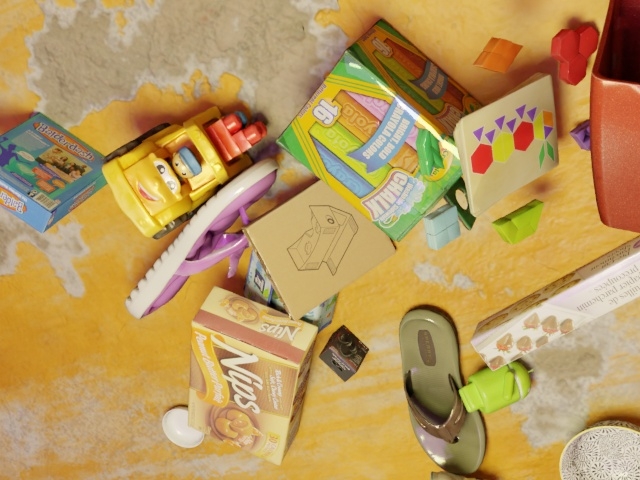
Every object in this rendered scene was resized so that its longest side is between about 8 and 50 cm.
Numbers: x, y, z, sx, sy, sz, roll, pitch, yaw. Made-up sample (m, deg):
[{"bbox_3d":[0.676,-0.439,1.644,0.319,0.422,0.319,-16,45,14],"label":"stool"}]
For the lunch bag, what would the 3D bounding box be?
[{"bbox_3d":[-0.052,0.071,1.674,0.151,0.096,0.129,26,123,20],"label":"lunch bag"}]

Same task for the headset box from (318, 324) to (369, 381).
[{"bbox_3d":[0.037,0.186,1.698,0.062,0.083,0.032,44,121,-4],"label":"headset box"}]

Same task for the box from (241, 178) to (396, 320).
[{"bbox_3d":[0.000,0.000,1.577,0.164,0.201,0.021,63,159,-14],"label":"box"}]

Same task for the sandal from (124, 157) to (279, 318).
[{"bbox_3d":[-0.165,0.013,1.645,0.102,0.169,0.416,47,133,0],"label":"sandal"}]

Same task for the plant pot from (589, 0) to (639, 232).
[{"bbox_3d":[0.469,-0.142,1.303,0.267,0.267,0.235,11,129,14],"label":"plant pot"}]

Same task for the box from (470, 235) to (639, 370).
[{"bbox_3d":[0.372,0.091,1.547,0.324,0.067,0.063,-33,101,30],"label":"box"}]

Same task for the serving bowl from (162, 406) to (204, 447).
[{"bbox_3d":[-0.245,0.336,1.900,0.083,0.027,0.083,8,117,16],"label":"serving bowl"}]

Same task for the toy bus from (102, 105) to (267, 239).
[{"bbox_3d":[-0.188,-0.120,1.561,0.211,0.220,0.149,-28,98,22],"label":"toy bus"}]

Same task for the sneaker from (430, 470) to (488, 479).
[{"bbox_3d":[0.233,0.414,1.679,0.092,0.229,0.087,-8,76,18],"label":"sneaker"}]

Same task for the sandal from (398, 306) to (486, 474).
[{"bbox_3d":[0.182,0.254,1.677,0.120,0.086,0.302,-10,111,23],"label":"sandal"}]

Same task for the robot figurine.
[{"bbox_3d":[0.277,0.228,1.628,0.115,0.101,0.067,-21,75,-10],"label":"robot figurine"}]

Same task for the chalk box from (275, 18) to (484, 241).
[{"bbox_3d":[0.121,-0.135,1.463,0.289,0.180,0.179,39,121,-3],"label":"chalk box"}]

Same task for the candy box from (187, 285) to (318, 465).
[{"bbox_3d":[-0.118,0.230,1.716,0.183,0.087,0.316,21,139,9],"label":"candy box"}]

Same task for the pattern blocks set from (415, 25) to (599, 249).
[{"bbox_3d":[0.248,-0.129,1.364,0.026,0.325,0.285,23,125,48],"label":"pattern blocks set"}]

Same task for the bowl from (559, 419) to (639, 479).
[{"bbox_3d":[0.463,0.340,1.624,0.170,0.080,0.170,8,117,16],"label":"bowl"}]

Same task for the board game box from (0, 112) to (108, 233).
[{"bbox_3d":[-0.443,-0.111,1.652,0.160,0.210,0.047,34,122,2],"label":"board game box"}]
